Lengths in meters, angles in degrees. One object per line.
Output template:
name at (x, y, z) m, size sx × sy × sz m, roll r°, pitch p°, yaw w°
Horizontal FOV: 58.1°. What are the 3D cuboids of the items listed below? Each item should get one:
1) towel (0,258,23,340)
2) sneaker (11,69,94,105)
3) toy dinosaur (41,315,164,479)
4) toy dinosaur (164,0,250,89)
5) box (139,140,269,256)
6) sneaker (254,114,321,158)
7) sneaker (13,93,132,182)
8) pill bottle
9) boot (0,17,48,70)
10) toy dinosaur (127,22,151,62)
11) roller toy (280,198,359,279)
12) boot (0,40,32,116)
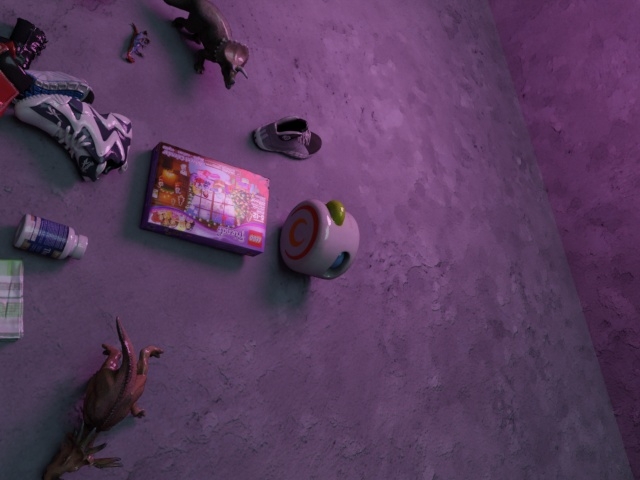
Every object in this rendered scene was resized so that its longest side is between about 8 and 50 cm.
towel at (-0.597, 0.106, 1.043) m, size 0.113 × 0.023 × 0.152 m, roll 6°, pitch 72°, yaw -41°
sneaker at (-0.569, -0.318, 1.184) m, size 0.190 × 0.071 × 0.083 m, roll 5°, pitch 34°, yaw -29°
toy dinosaur at (-0.380, 0.296, 1.044) m, size 0.127 × 0.296 × 0.200 m, roll 22°, pitch 19°, yaw -8°
toy dinosaur at (-0.276, -0.521, 1.433) m, size 0.121 × 0.160 × 0.314 m, roll -36°, pitch 102°, yaw -42°
box at (-0.263, -0.092, 1.365) m, size 0.293 × 0.057 × 0.201 m, roll 16°, pitch 67°, yaw -33°
sneaker at (-0.056, -0.285, 1.572) m, size 0.228 × 0.132 × 0.086 m, roll -4°, pitch 79°, yaw -42°
sneaker at (-0.496, -0.197, 1.178) m, size 0.235 × 0.094 × 0.153 m, roll 13°, pitch 59°, yaw -49°
pill bottle at (-0.519, -0.002, 1.115) m, size 0.120 × 0.067 × 0.067 m, roll 22°, pitch 63°, yaw -35°
boot at (-0.623, -0.410, 1.168) m, size 0.121 × 0.045 × 0.099 m, roll 36°, pitch 58°, yaw -37°
toy dinosaur at (-0.438, -0.460, 1.367) m, size 0.090 × 0.047 × 0.082 m, roll 35°, pitch 59°, yaw 12°
roller toy at (0.000, 0.000, 1.495) m, size 0.146 × 0.209 × 0.191 m, roll 19°, pitch 78°, yaw -37°
boot at (-0.661, -0.333, 1.038) m, size 0.244 × 0.088 × 0.176 m, roll 43°, pitch 79°, yaw -32°
